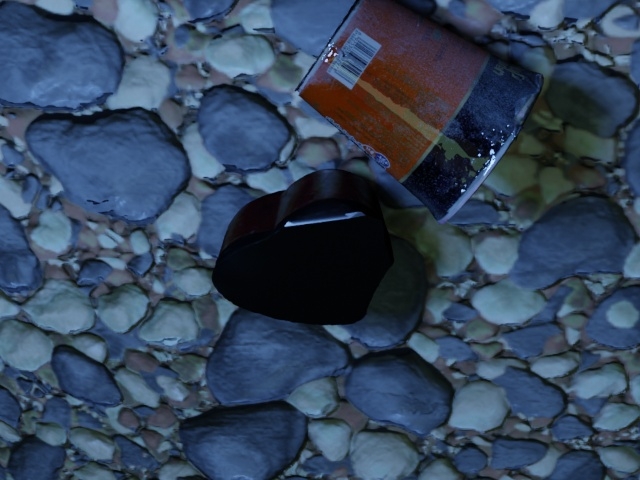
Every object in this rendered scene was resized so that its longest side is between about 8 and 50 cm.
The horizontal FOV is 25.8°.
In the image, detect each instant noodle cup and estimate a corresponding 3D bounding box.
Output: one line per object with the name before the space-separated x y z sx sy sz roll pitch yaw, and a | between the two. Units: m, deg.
instant noodle cup | 0.061 -0.098 0.947 0.136 0.127 0.127 34 133 -5

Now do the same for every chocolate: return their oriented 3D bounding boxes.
chocolate | 0.000 0.000 1.080 0.149 0.080 0.125 -29 131 28
